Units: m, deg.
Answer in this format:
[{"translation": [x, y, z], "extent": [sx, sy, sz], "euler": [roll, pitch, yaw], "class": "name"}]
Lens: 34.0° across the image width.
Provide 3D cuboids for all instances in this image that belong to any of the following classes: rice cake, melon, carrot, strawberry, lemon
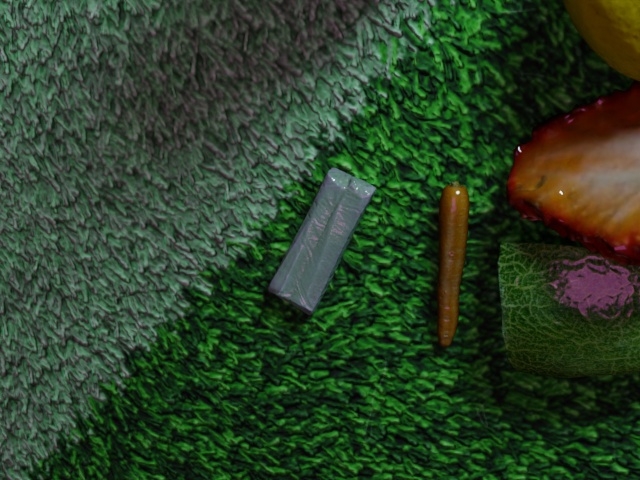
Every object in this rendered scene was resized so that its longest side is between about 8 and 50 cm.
[{"translation": [0.001, -0.001, 1.522], "extent": [0.080, 0.042, 0.222], "euler": [31, 113, 11], "class": "rice cake"}, {"translation": [0.404, 0.082, 1.379], "extent": [0.323, 0.124, 0.196], "euler": [-2, 112, 19], "class": "melon"}, {"translation": [0.184, 0.037, 1.479], "extent": [0.043, 0.043, 0.248], "euler": [6, 109, 15], "class": "carrot"}, {"translation": [0.406, -0.067, 1.313], "extent": [0.336, 0.265, 0.149], "euler": [2, 151, 38], "class": "strawberry"}, {"translation": [0.396, -0.309, 1.212], "extent": [0.233, 0.233, 0.288], "euler": [-31, 107, 22], "class": "lemon"}]
